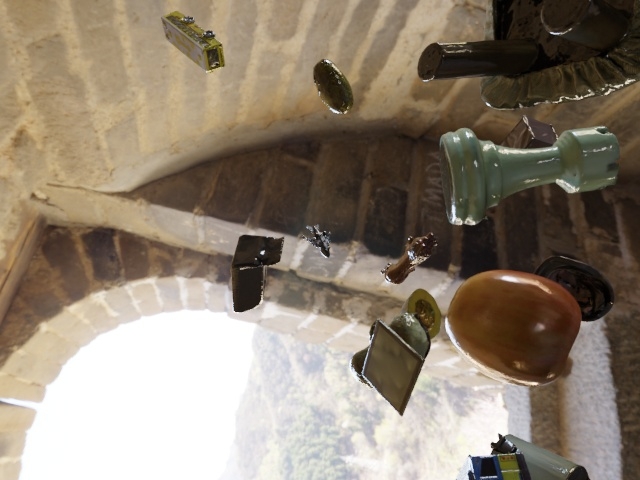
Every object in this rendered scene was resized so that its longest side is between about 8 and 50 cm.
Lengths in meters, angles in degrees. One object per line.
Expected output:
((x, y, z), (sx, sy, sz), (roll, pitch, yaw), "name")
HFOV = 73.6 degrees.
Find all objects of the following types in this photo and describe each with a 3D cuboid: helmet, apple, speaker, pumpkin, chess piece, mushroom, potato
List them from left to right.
((-0.259, 0.140, 1.754), (0.388, 0.184, 0.180), (102, 176, -48), "speaker")
((0.053, -0.644, 1.802), (0.113, 0.251, 0.149), (-26, 2, -40), "potato")
((0.245, 0.413, 1.562), (0.344, 0.247, 0.130), (-37, -19, 15), "mushroom")
((0.413, 0.327, 1.829), (0.110, 0.217, 0.217), (-32, 34, 43), "pumpkin")
((0.399, 0.180, 0.904), (0.242, 0.241, 0.242), (-36, -44, -46), "apple")
((0.397, -0.141, 0.840), (0.194, 0.299, 0.194), (-8, -90, -79), "chess piece")
((0.891, 0.167, 1.507), (0.154, 0.253, 0.198), (0, -55, -55), "helmet")

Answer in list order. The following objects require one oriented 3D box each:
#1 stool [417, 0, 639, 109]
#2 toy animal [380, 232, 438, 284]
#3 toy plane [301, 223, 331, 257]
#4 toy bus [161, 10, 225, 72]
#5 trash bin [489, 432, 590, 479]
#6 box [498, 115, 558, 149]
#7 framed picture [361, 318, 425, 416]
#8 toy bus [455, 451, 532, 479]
((0.319, -0.379, 0.638), (0.310, 0.226, 0.310), (10, 96, 59), "stool")
((0.301, 0.071, 1.486), (0.312, 0.097, 0.157), (-54, -9, 36), "toy animal")
((0.000, 0.000, 0.925), (0.083, 0.079, 0.031), (59, 137, 22), "toy plane")
((-0.351, -0.555, 1.182), (0.074, 0.226, 0.081), (-34, -26, -26), "toy bus")
((0.761, 0.843, 1.504), (0.217, 0.277, 0.263), (-39, 22, -26), "trash bin")
((0.936, -0.407, 1.967), (0.252, 0.153, 0.188), (121, 160, -46), "box")
((0.190, 0.348, 1.165), (0.173, 0.010, 0.231), (41, 134, 39), "framed picture")
((0.497, 0.722, 1.233), (0.287, 0.175, 0.138), (82, -176, -48), "toy bus")
